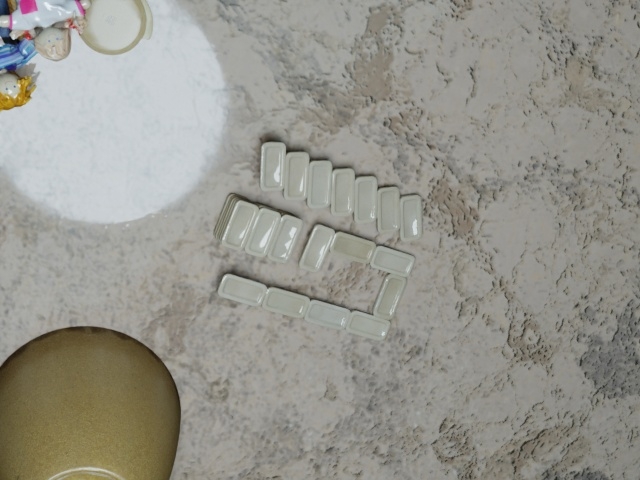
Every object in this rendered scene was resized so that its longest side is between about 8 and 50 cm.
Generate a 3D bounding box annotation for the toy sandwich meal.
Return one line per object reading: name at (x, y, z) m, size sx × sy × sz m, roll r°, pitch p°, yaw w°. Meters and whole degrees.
toy sandwich meal at (-0.228, -0.245, 1.196) m, size 0.085 × 0.029 × 0.086 m, roll -2°, pitch 107°, yaw -8°

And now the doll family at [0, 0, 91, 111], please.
doll family at (-0.369, -0.206, 1.114) m, size 0.263 × 0.118 × 0.163 m, roll -20°, pitch 94°, yaw -20°

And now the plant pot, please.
plant pot at (-0.261, 0.249, 1.199) m, size 0.237 × 0.254 × 0.237 m, roll -3°, pitch 106°, yaw -12°

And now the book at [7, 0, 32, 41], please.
book at (-0.344, -0.254, 1.165) m, size 0.096 × 0.035 × 0.144 m, roll 34°, pitch 95°, yaw -15°

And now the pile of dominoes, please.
pile of dominoes at (0.000, 0.000, 1.318) m, size 0.251 × 0.040 × 0.196 m, roll 18°, pitch 99°, yaw -25°
